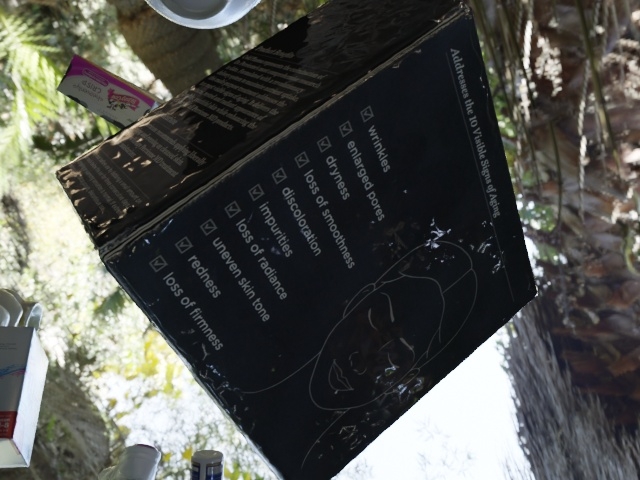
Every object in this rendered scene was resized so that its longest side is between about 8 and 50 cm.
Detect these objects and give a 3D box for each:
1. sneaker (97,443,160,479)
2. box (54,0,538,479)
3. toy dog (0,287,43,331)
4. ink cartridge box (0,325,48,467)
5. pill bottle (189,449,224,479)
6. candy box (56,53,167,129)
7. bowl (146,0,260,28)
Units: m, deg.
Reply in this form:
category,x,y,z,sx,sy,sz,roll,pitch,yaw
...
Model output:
category,x,y,z,sx,sy,sz,roll,pitch,yaw
sneaker,-0.481,0.612,1.438,0.305,0.114,0.152,-56,-157,39
box,0.000,0.000,0.822,0.472,0.480,0.297,-36,-144,-13
toy dog,-0.819,0.182,1.174,0.395,0.408,0.284,133,-28,-63
ink cartridge box,-0.490,0.229,0.878,0.127,0.128,0.176,1,-127,-13
pill bottle,-0.229,0.489,1.199,0.067,0.120,0.067,3,177,0
candy box,-0.322,-0.231,1.046,0.071,0.159,0.233,-60,175,6
bowl,-0.230,-0.504,1.100,0.298,0.298,0.134,-15,-130,18
